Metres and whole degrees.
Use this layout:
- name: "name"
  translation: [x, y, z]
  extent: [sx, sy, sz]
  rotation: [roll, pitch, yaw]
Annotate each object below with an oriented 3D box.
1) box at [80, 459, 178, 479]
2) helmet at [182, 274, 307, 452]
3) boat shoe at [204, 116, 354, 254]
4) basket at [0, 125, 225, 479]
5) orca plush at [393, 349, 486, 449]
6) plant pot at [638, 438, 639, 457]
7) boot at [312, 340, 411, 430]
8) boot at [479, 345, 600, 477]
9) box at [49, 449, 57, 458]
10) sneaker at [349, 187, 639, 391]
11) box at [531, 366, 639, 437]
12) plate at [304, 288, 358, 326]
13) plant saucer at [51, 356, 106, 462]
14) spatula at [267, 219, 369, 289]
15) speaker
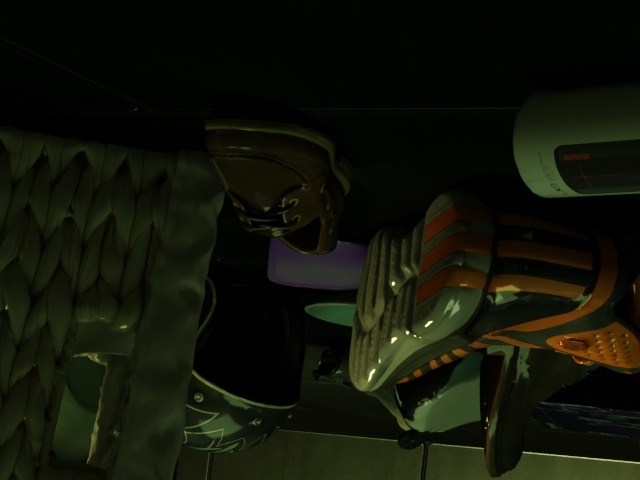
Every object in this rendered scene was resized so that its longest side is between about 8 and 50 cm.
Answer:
- name: "box"
  translation: [-0.333, 0.290, 2.008]
  extent: [0.297, 0.472, 0.480]
  rotation: [8, 171, 5]
- name: "helmet"
  translation: [-0.097, 0.118, 1.743]
  extent: [0.169, 0.162, 0.169]
  rotation: [7, 171, 1]
- name: "boat shoe"
  translation: [-0.022, -0.032, 1.094]
  extent: [0.064, 0.060, 0.178]
  rotation: [4, 170, 17]
- name: "basket"
  translation: [-0.229, 0.096, 1.245]
  extent: [0.266, 0.328, 0.331]
  rotation: [12, 171, -6]
- name: "orca plush"
  translation: [0.131, 0.121, 1.856]
  extent: [0.151, 0.102, 0.287]
  rotation: [-47, 160, 26]
- name: "plant pot"
  translation: [0.441, 0.239, 2.043]
  extent: [0.191, 0.174, 0.191]
  rotation: [7, 173, 1]
- name: "boot"
  translation: [0.070, 0.165, 2.214]
  extent: [0.161, 0.083, 0.246]
  rotation: [14, 165, -1]
- name: "boot"
  translation: [0.182, 0.110, 1.491]
  extent: [0.106, 0.082, 0.219]
  rotation: [-1, 131, 1]
- name: "box"
  translation: [-0.296, 0.260, 1.620]
  extent: [0.183, 0.056, 0.231]
  rotation: [-25, 143, -4]
- name: "sneaker"
  translation: [0.130, 0.053, 1.297]
  extent: [0.180, 0.125, 0.321]
  rotation: [10, 170, -12]
- name: "box"
  translation: [0.281, 0.120, 1.668]
  extent: [0.184, 0.103, 0.261]
  rotation: [8, 171, 14]
- name: "plate"
  translation: [0.079, 0.065, 1.719]
  extent: [0.188, 0.024, 0.188]
  rotation: [7, 171, 1]
- name: "plant saucer"
  translation: [-0.215, 0.103, 1.654]
  extent: [0.037, 0.195, 0.195]
  rotation: [-5, 166, 28]
- name: "spatula"
  translation: [0.000, 0.000, 1.363]
  extent: [0.084, 0.030, 0.296]
  rotation: [6, 170, 1]
- name: "speaker"
  translation: [0.158, -0.049, 0.873]
  extent: [0.136, 0.055, 0.055]
  rotation: [-1, 167, 45]
